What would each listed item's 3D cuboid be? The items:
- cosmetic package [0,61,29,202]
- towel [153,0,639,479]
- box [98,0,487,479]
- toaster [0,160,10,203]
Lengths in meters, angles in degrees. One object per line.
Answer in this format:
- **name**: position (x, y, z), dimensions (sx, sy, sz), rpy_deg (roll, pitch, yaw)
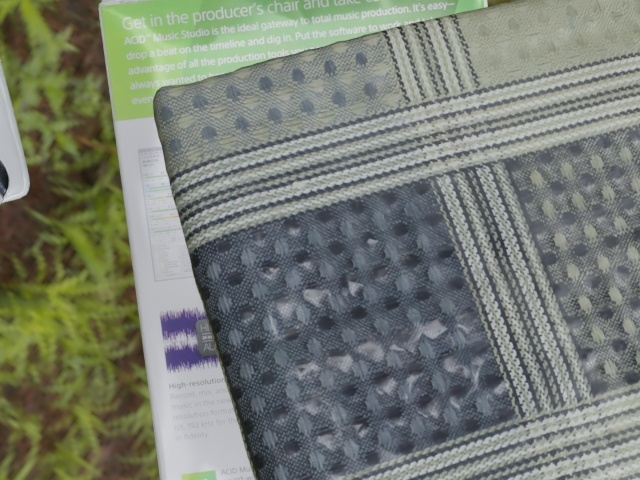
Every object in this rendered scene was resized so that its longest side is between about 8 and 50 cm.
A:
- **cosmetic package**: position (-0.420, -0.186, 1.035), dimensions (0.329, 0.327, 0.393), rpy_deg (-16, 103, -20)
- **towel**: position (0.106, 0.032, 0.793), dimensions (0.324, 0.312, 0.056), rpy_deg (-14, 165, -16)
- **box**: position (0.000, 0.000, 0.973), dimensions (0.058, 0.232, 0.322), rpy_deg (-125, -152, -81)
- **toaster**: position (-0.202, -0.051, 0.469), dimensions (0.110, 0.168, 0.185), rpy_deg (-62, 162, -21)
